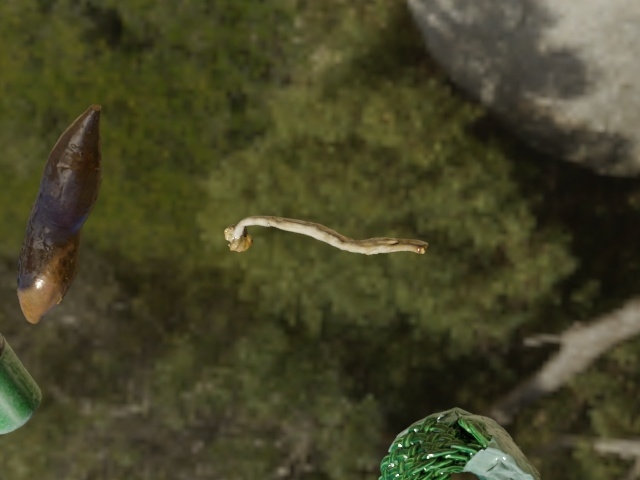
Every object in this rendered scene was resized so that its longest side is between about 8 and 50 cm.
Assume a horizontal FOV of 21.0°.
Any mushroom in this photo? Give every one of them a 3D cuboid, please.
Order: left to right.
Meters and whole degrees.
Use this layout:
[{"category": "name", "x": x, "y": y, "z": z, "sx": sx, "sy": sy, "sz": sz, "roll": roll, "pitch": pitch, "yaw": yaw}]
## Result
[{"category": "mushroom", "x": -0.004, "y": -0.004, "z": 1.383, "sx": 0.028, "sy": 0.026, "sz": 0.286, "roll": 42, "pitch": 159, "yaw": -26}]

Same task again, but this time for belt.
[{"category": "belt", "x": 0.103, "y": 0.191, "z": 1.254, "sx": 0.121, "sy": 0.151, "sz": 0.079, "roll": -20, "pitch": -155, "yaw": -2}]

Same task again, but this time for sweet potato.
[{"category": "sweet potato", "x": -0.224, "y": -0.026, "z": 1.492, "sx": 0.051, "sy": 0.218, "sz": 0.065, "roll": 5, "pitch": -152, "yaw": -27}]

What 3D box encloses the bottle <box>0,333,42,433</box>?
[{"category": "bottle", "x": -0.452, "y": 0.096, "z": 2.066, "sx": 0.093, "sy": 0.330, "sz": 0.093, "roll": -20, "pitch": -144, "yaw": 15}]
